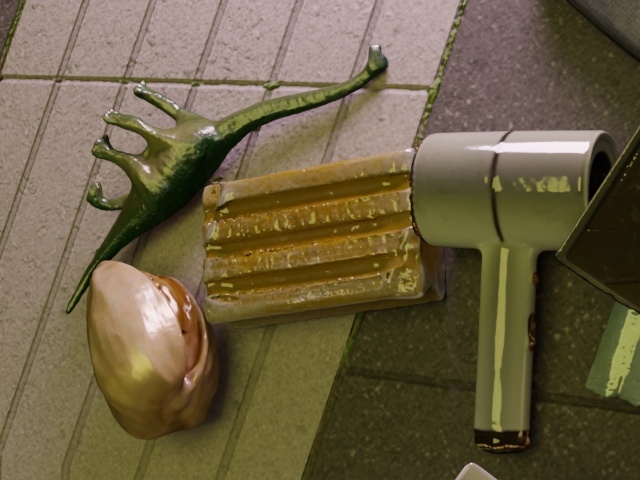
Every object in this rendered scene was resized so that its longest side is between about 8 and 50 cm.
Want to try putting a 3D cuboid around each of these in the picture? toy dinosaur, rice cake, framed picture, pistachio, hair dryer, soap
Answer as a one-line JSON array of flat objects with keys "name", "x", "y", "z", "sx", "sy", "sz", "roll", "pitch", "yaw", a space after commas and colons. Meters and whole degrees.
[{"name": "toy dinosaur", "x": -0.128, "y": -0.074, "z": 1.782, "sx": 0.301, "sy": 0.087, "sz": 0.447, "roll": 23, "pitch": 96, "yaw": 12}, {"name": "rice cake", "x": 0.362, "y": 0.058, "z": 1.488, "sx": 0.127, "sy": 0.043, "sz": 0.237, "roll": 16, "pitch": 87, "yaw": 29}, {"name": "framed picture", "x": 0.389, "y": 0.010, "z": 1.432, "sx": 0.265, "sy": 0.018, "sz": 0.192, "roll": 34, "pitch": 94, "yaw": 3}, {"name": "pistachio", "x": -0.204, "y": 0.123, "z": 1.723, "sx": 0.157, "sy": 0.157, "sz": 0.229, "roll": -36, "pitch": 55, "yaw": 17}, {"name": "hair dryer", "x": 0.200, "y": 0.065, "z": 1.542, "sx": 0.203, "sy": 0.128, "sz": 0.362, "roll": 1, "pitch": 87, "yaw": 27}, {"name": "soap", "x": 0.000, "y": 0.000, "z": 1.671, "sx": 0.274, "sy": 0.089, "sz": 0.173, "roll": -9, "pitch": 75, "yaw": 26}]

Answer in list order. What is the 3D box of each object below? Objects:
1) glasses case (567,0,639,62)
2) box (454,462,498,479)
[{"name": "glasses case", "x": 0.350, "y": -0.261, "z": 1.550, "sx": 0.131, "sy": 0.074, "sz": 0.323, "roll": -50, "pitch": 61, "yaw": 11}, {"name": "box", "x": 0.223, "y": 0.364, "z": 1.254, "sx": 0.341, "sy": 0.225, "sz": 0.143, "roll": 35, "pitch": 77, "yaw": 17}]
